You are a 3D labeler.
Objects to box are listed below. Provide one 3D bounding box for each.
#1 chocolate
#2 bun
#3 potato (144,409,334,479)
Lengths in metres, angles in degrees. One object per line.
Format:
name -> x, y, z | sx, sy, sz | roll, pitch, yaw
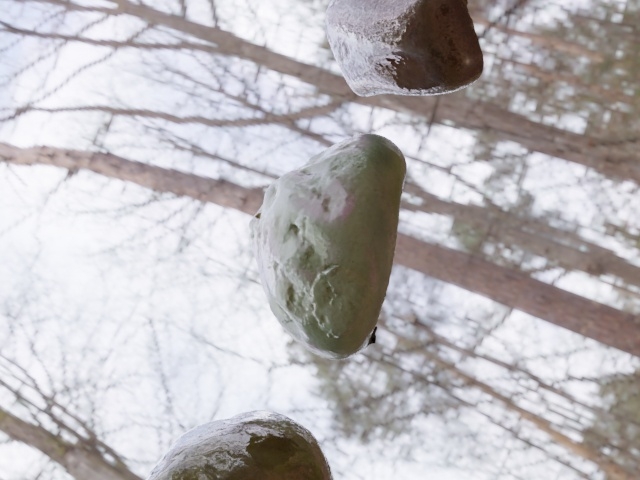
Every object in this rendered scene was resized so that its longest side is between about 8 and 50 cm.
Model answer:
chocolate -> 0.087, -0.247, 1.638 | 0.083, 0.261, 0.161 | -35, -70, -28
bun -> 0.000, 0.000, 1.641 | 0.293, 0.187, 0.293 | -171, 90, -88
potato -> -0.102, 0.333, 1.597 | 0.326, 0.243, 0.221 | -41, -60, -80
